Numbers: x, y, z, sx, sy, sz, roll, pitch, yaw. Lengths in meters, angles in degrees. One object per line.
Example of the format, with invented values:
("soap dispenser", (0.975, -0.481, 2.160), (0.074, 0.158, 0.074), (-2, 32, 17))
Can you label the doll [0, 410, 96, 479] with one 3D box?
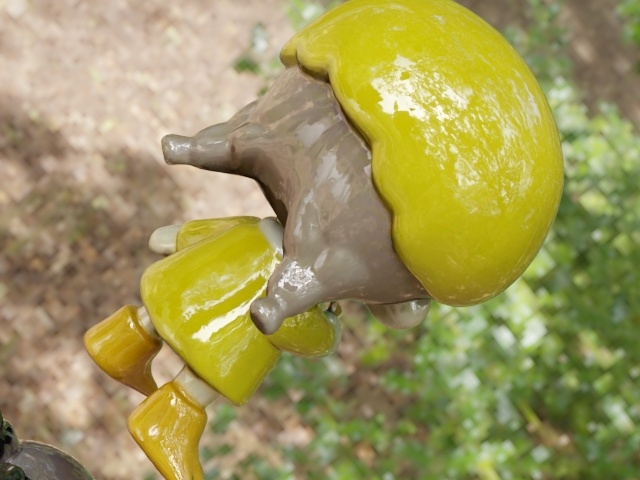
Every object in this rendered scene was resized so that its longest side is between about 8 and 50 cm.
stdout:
("doll", (-0.170, 0.213, 1.264), (0.257, 0.117, 0.182), (57, 3, -42))

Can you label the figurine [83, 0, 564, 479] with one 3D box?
("figurine", (0.000, 0.000, 1.236), (0.215, 0.343, 0.187), (51, 13, 25))
